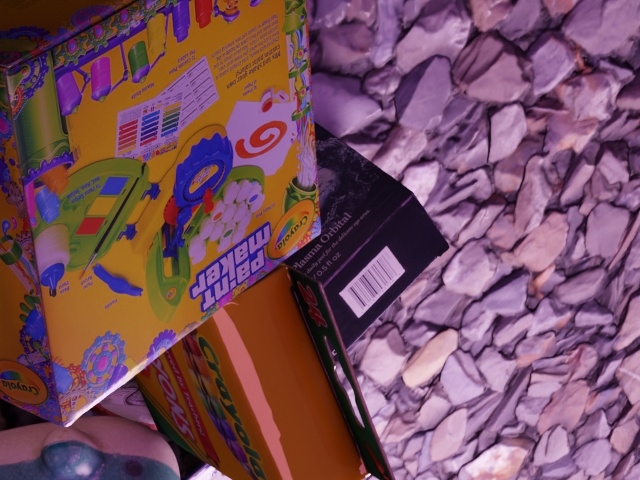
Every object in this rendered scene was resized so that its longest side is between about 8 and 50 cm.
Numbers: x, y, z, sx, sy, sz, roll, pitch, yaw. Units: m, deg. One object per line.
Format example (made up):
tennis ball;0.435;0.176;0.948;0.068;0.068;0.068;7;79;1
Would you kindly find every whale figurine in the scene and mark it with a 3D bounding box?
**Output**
whale figurine;-0.251;0.239;1.672;0.272;0.141;0.216;6;148;-29

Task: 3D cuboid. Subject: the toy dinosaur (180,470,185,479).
toy dinosaur;-0.209;0.301;1.831;0.211;0.064;0.112;-9;122;-37

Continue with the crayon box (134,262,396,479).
crayon box;-0.073;0.097;1.557;0.081;0.318;0.202;-31;114;-21

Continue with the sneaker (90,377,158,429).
sneaker;-0.121;0.116;1.781;0.225;0.088;0.093;-13;103;-34

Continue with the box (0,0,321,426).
box;-0.159;-0.077;1.349;0.290;0.177;0.279;-37;135;-41

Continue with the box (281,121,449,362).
box;0.000;0.000;1.733;0.156;0.158;0.093;-45;138;-7

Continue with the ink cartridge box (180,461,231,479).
ink cartridge box;-0.086;0.300;1.910;0.165;0.065;0.333;-37;139;-35
